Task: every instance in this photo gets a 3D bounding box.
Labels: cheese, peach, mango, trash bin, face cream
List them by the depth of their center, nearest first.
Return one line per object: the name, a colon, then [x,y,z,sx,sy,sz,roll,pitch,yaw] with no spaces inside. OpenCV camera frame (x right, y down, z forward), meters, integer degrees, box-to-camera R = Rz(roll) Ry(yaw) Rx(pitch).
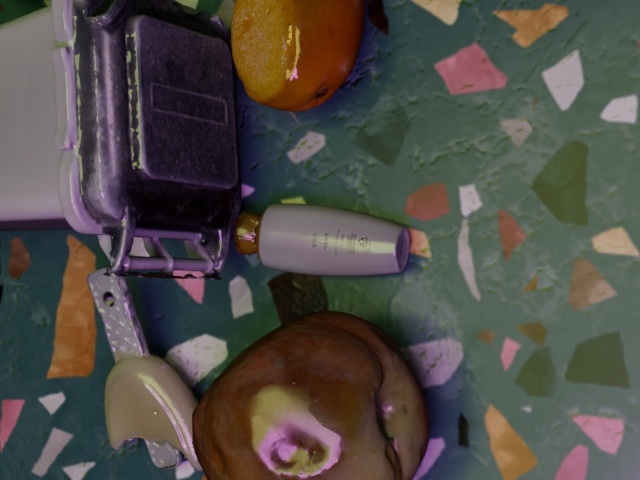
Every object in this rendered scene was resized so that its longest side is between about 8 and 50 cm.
peach: [-0.023,0.180,1.111,0.235,0.214,0.214,-19,79,28]
face cream: [0.000,0.000,1.195,0.182,0.051,0.072,5,89,23]
mango: [-0.022,-0.239,1.199,0.141,0.102,0.217,-11,78,43]
trash bin: [-0.282,-0.093,1.232,0.367,0.256,0.296,-6,86,30]
cheese: [-0.194,0.140,1.249,0.127,0.049,0.235,-12,98,31]
